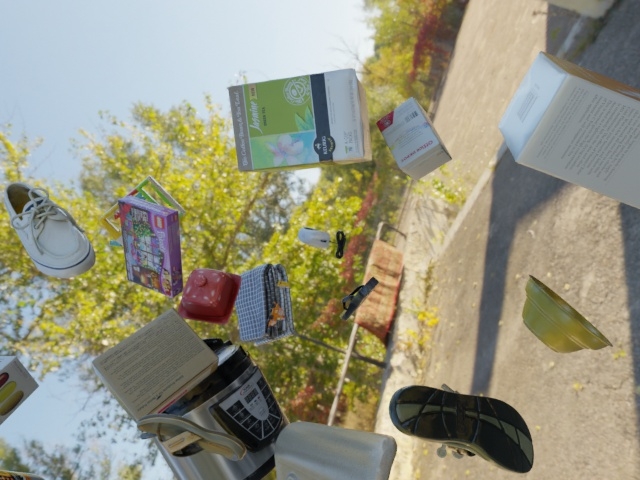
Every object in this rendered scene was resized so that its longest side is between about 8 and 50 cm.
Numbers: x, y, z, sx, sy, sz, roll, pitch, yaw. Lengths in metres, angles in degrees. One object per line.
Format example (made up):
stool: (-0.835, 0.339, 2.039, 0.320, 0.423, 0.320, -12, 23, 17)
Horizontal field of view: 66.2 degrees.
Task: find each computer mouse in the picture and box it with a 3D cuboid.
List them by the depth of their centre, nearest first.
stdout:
computer mouse: (0.000, 0.000, 1.875, 0.042, 0.193, 0.106, -35, -44, -72)

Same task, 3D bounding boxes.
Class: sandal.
sandal: (-0.207, 0.316, 0.768, 0.072, 0.180, 0.049, 105, -176, -49)
sandal: (0.266, 0.349, 0.931, 0.086, 0.303, 0.120, 118, 171, -57)
sandal: (0.110, 0.167, 1.487, 0.097, 0.054, 0.254, -42, -12, -33)

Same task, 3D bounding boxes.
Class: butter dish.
butter dish: (-0.319, 0.135, 1.365, 0.118, 0.160, 0.160, 81, -161, -58)

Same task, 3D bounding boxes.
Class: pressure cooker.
pressure cooker: (-0.329, 0.510, 1.469, 0.376, 0.420, 0.370, -30, 2, -12)

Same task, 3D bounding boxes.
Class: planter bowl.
planter bowl: (0.511, 0.180, 1.071, 0.090, 0.217, 0.217, -51, 4, 15)

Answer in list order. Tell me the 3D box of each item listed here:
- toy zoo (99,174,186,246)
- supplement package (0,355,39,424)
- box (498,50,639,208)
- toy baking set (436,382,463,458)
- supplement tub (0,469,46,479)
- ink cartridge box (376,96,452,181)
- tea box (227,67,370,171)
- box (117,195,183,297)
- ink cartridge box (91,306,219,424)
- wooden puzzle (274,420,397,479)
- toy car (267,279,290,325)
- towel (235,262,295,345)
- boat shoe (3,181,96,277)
toy zoo: (-0.683, -0.080, 1.848, 0.293, 0.192, 0.030, -40, 25, 1)
supplement package: (-1.012, 0.480, 1.473, 0.244, 0.134, 0.139, -60, -43, -51)
box: (0.545, -0.195, 0.918, 0.215, 0.345, 0.168, -74, 5, -58)
toy baking set: (0.367, 0.533, 1.463, 0.196, 0.256, 0.030, -53, -22, 11)
supplement tub: (-0.494, 0.389, 0.700, 0.190, 0.117, 0.117, 60, -135, -57)
ink cartridge box: (0.267, -0.283, 1.396, 0.128, 0.176, 0.127, -31, -27, 22)
tea box: (-0.037, -0.306, 1.330, 0.329, 0.324, 0.219, -42, -55, -78)
box: (-0.536, 0.021, 1.556, 0.057, 0.201, 0.293, -39, -41, -54)
ink cartridge box: (-0.407, 0.312, 1.225, 0.235, 0.193, 0.088, -35, -18, -34)
wooden puzzle: (0.033, 0.369, 0.489, 0.322, 0.081, 0.347, 138, 131, -64)
toy car: (-0.098, 0.158, 1.198, 0.060, 0.041, 0.122, -85, 13, -51)
towel: (-0.225, 0.242, 1.840, 0.235, 0.121, 0.283, -23, 69, 46)
boat shoe: (-0.687, -0.053, 1.212, 0.136, 0.367, 0.156, -32, -40, -28)
